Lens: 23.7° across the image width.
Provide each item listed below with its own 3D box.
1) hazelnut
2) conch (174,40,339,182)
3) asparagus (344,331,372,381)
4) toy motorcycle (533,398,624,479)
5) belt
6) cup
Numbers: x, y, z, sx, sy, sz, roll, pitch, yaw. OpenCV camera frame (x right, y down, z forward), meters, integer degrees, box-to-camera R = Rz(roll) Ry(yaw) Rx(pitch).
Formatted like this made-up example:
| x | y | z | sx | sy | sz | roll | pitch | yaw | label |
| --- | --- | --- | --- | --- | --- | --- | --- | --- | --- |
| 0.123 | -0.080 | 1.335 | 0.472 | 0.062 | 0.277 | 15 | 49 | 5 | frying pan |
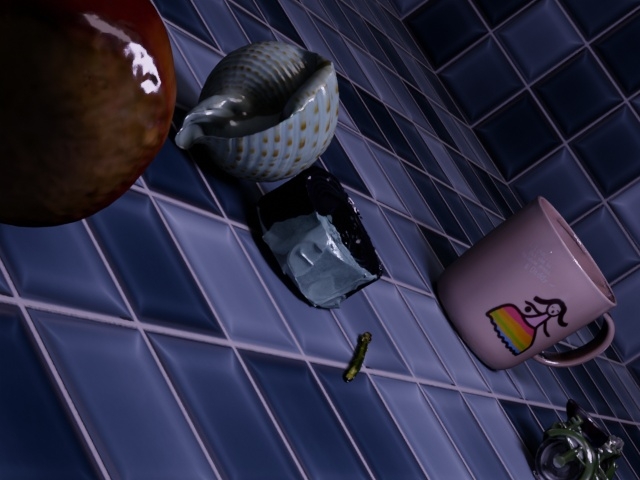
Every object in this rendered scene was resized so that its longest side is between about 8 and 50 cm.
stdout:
| x | y | z | sx | sy | sz | roll | pitch | yaw | label |
| --- | --- | --- | --- | --- | --- | --- | --- | --- | --- |
| -0.194 | -0.114 | 1.079 | 0.208 | 0.208 | 0.208 | 50 | 15 | -18 | hazelnut |
| -0.062 | -0.124 | 1.629 | 0.172 | 0.200 | 0.131 | 22 | -34 | 34 | conch |
| 0.042 | 0.125 | 1.643 | 0.016 | 0.013 | 0.166 | 64 | 13 | -7 | asparagus |
| 0.396 | 0.346 | 2.056 | 0.275 | 0.127 | 0.205 | 56 | 11 | 20 | toy motorcycle |
| 0.000 | 0.000 | 1.664 | 0.151 | 0.078 | 0.198 | 60 | 13 | 2 | belt |
| 0.309 | 0.091 | 2.205 | 0.253 | 0.200 | 0.191 | 47 | 16 | -24 | cup |
